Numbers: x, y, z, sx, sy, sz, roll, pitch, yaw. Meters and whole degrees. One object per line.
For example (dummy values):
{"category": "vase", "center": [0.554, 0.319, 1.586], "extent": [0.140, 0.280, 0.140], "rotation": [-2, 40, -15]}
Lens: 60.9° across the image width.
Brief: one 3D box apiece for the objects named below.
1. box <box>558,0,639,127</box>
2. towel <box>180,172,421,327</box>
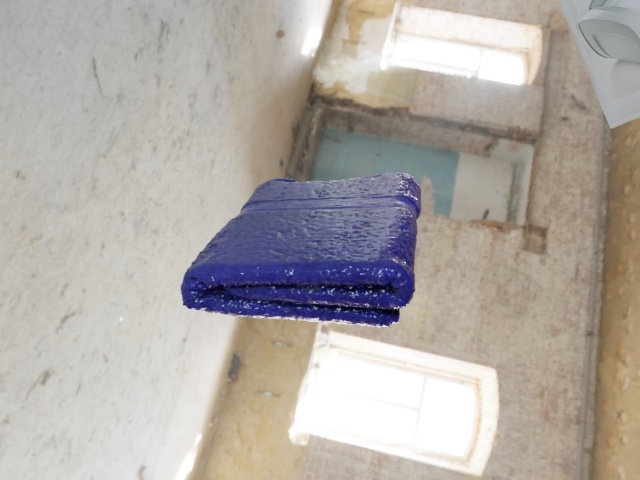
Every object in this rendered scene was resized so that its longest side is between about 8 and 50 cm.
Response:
{"category": "box", "center": [0.366, -0.265, 0.485], "extent": [0.127, 0.262, 0.231], "rotation": [-25, 93, -41]}
{"category": "towel", "center": [0.000, 0.000, 0.625], "extent": [0.308, 0.228, 0.076], "rotation": [-65, 151, -65]}
